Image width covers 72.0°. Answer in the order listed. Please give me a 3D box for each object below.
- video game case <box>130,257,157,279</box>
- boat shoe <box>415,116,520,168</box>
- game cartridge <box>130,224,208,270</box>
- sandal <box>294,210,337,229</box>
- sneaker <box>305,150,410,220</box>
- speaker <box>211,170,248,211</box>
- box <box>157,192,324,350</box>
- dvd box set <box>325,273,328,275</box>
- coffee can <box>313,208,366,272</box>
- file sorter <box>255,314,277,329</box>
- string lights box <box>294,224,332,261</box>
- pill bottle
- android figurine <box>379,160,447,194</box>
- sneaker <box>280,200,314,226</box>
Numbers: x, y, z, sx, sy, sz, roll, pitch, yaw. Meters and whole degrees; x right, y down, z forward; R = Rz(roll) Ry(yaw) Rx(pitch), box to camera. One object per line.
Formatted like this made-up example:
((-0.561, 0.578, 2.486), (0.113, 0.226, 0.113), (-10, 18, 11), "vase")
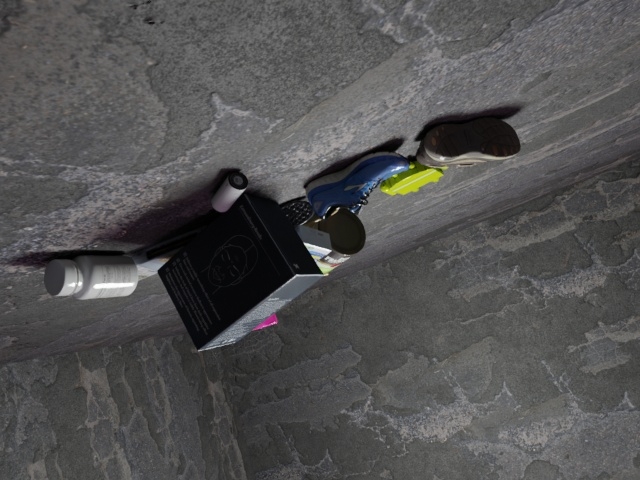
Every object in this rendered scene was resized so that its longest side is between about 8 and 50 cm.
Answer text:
((-0.692, 0.116, 1.560), (0.206, 0.026, 0.227), (-22, 168, 10), "video game case")
((0.443, -0.290, 1.336), (0.355, 0.133, 0.130), (-4, 172, -22), "boat shoe")
((-0.456, 0.032, 1.494), (0.297, 0.062, 0.198), (-20, 163, 6), "game cartridge")
((-0.040, -0.059, 1.581), (0.239, 0.088, 0.079), (-23, 128, 0), "sandal")
((0.122, -0.156, 1.332), (0.329, 0.147, 0.129), (-24, 166, 20), "sneaker")
((-0.238, -0.124, 1.146), (0.055, 0.055, 0.136), (-10, 164, -35), "speaker")
((-0.247, 0.100, 1.355), (0.395, 0.294, 0.212), (-38, 163, 16), "box")
((-0.205, 0.170, 2.147), (0.420, 0.062, 0.307), (-5, 175, -17), "dvd box set")
((0.023, 0.013, 1.749), (0.201, 0.202, 0.275), (-10, 163, -33), "coffee can")
((-0.379, 0.330, 2.318), (0.202, 0.291, 0.182), (-14, 169, -21), "file sorter")
((-0.094, 0.051, 1.584), (0.133, 0.077, 0.259), (17, 140, -35), "string lights box")
((-0.677, 0.108, 1.309), (0.131, 0.131, 0.229), (-25, 166, 26), "pill bottle")
((0.328, -0.225, 1.542), (0.248, 0.056, 0.272), (-26, 166, 28), "android figurine")
((-0.131, -0.079, 1.502), (0.234, 0.084, 0.097), (-21, -167, 11), "sneaker")
